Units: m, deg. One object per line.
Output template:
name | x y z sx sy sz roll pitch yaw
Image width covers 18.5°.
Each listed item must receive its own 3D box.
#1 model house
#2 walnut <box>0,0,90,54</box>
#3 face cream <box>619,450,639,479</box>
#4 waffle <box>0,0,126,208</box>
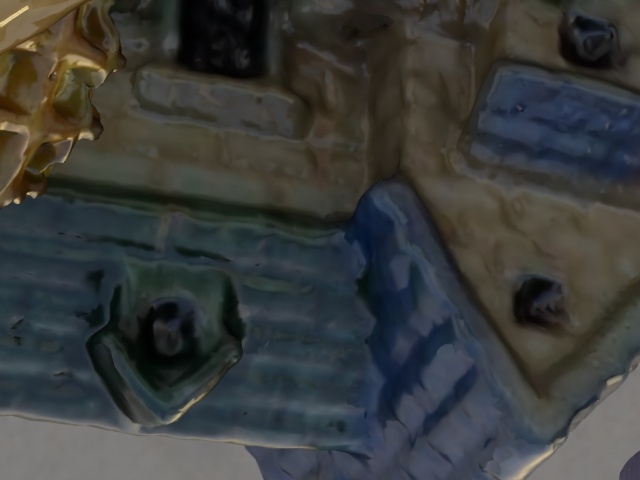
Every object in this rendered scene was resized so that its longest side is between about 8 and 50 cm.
model house | 0.000 0.000 1.175 0.445 0.400 0.395 12 156 -15
walnut | -0.080 -0.132 0.342 0.198 0.245 0.198 16 136 16
face cream | 0.164 0.137 0.730 0.096 0.274 0.154 33 125 -16
waffle | -0.189 -0.088 0.838 0.059 0.238 0.243 28 151 39
